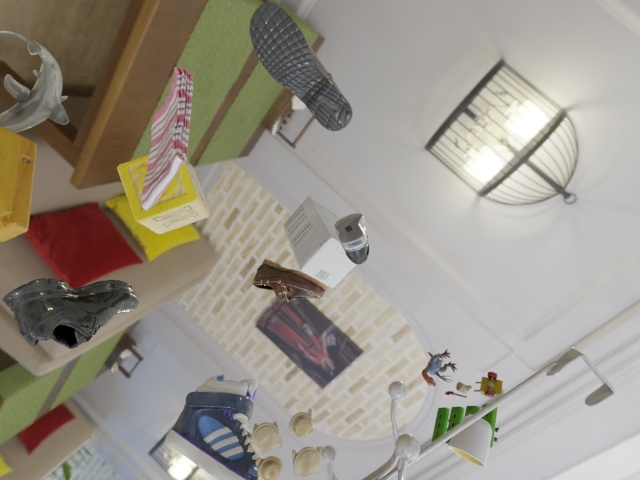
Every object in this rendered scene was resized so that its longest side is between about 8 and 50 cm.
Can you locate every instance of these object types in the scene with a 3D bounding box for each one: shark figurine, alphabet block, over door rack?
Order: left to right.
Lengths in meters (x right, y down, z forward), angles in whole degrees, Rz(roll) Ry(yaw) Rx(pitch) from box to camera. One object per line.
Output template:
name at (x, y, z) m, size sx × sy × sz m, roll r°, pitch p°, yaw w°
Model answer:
shark figurine at (-0.566, -0.304, 0.855) m, size 0.278 × 0.116 × 0.166 m, roll -39°, pitch 177°, yaw 40°
alphabet block at (-0.482, -0.151, 1.295) m, size 0.194 × 0.192 × 0.197 m, roll -23°, pitch 172°, yaw -7°
over door rack at (0.134, 0.196, 0.350) m, size 0.324 × 0.108 × 0.239 m, roll -27°, pitch -177°, yaw 8°

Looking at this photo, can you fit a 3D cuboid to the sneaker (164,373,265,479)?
sneaker at (-0.192, 0.460, 1.011) m, size 0.236 × 0.323 × 0.130 m, roll -55°, pitch 156°, yaw -33°

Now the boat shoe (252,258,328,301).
boat shoe at (-0.071, 0.099, 0.902) m, size 0.207 × 0.073 × 0.073 m, roll 12°, pitch -116°, yaw 47°

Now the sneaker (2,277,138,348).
sneaker at (-0.489, 0.154, 0.848) m, size 0.109 × 0.130 × 0.286 m, roll -31°, pitch 166°, yaw 16°

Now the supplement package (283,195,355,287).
supplement package at (0.000, 0.000, 1.248) m, size 0.134 × 0.139 × 0.244 m, roll -47°, pitch -145°, yaw 15°

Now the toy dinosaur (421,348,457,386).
toy dinosaur at (0.182, 0.206, 0.656) m, size 0.082 × 0.047 × 0.090 m, roll -10°, pitch 167°, yaw -31°

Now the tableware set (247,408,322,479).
tableware set at (-0.074, 0.450, 0.892) m, size 0.169 × 0.140 × 0.020 m, roll -3°, pitch -179°, yaw -22°

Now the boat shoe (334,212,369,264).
boat shoe at (0.050, -0.005, 0.642) m, size 0.049 × 0.040 × 0.142 m, roll -18°, pitch -161°, yaw 9°

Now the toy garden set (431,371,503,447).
toy garden set at (0.437, 0.500, 1.208) m, size 0.244 × 0.049 × 0.203 m, roll -46°, pitch -162°, yaw 58°

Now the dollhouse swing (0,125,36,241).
dollhouse swing at (-0.739, -0.099, 0.681) m, size 0.305 × 0.315 × 0.347 m, roll -34°, pitch 146°, yaw 21°

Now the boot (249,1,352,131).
boot at (-0.043, -0.426, 1.055) m, size 0.118 × 0.338 × 0.222 m, roll -32°, pitch -161°, yaw 14°

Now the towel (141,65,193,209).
towel at (-0.245, -0.160, 0.647) m, size 0.029 × 0.196 × 0.144 m, roll 17°, pitch 142°, yaw -34°

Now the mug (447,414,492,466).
mug at (0.250, 0.329, 0.688) m, size 0.064 × 0.062 × 0.078 m, roll -58°, pitch 178°, yaw -24°
